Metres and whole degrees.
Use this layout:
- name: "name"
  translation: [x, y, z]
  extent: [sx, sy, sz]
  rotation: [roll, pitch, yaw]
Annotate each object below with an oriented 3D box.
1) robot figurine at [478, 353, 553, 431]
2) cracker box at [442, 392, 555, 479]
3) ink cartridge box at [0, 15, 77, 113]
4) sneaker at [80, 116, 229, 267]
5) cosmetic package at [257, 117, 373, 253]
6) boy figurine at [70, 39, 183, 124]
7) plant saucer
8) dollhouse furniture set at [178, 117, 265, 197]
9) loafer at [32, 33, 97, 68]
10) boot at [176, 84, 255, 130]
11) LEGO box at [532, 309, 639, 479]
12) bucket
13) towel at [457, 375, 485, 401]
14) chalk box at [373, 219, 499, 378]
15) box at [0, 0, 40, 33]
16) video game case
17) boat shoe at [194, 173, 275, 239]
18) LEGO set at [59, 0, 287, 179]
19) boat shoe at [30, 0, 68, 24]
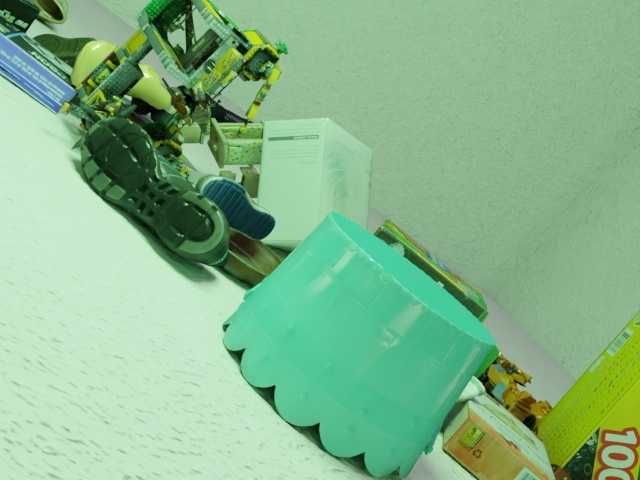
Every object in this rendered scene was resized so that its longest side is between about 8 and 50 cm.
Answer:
- name: "robot figurine"
  translation: [0.399, 0.316, 1.606]
  extent: [0.211, 0.085, 0.291]
  rotation: [37, 9, -14]
- name: "cracker box"
  translation: [0.264, 0.304, 1.169]
  extent: [0.156, 0.067, 0.232]
  rotation: [39, 8, 6]
- name: "ink cartridge box"
  translation: [-0.482, -0.295, 1.253]
  extent: [0.206, 0.045, 0.208]
  rotation: [37, 9, -18]
- name: "sneaker"
  translation: [-0.218, -0.055, 1.027]
  extent: [0.267, 0.101, 0.106]
  rotation: [45, -8, 20]
- name: "cosmetic package"
  translation: [-0.006, -0.088, 1.459]
  extent: [0.138, 0.224, 0.224]
  rotation: [2, -8, 25]
- name: "boy figurine"
  translation: [-0.330, -0.270, 1.353]
  extent: [0.177, 0.092, 0.285]
  rotation: [30, 5, 9]
- name: "plant saucer"
  translation: [-0.130, 0.011, 1.155]
  extent: [0.199, 0.036, 0.198]
  rotation: [37, 8, -6]
- name: "dollhouse furniture set"
  translation: [-0.190, -0.140, 1.503]
  extent: [0.182, 0.160, 0.101]
  rotation: [-3, 39, -25]
- name: "loafer"
  translation: [-0.461, -0.335, 1.405]
  extent: [0.148, 0.056, 0.050]
  rotation: [8, -27, 14]
- name: "boot"
  translation: [-0.267, -0.316, 2.075]
  extent: [0.247, 0.094, 0.207]
  rotation: [33, 4, 8]
- name: "LEGO box"
  translation: [0.637, 0.306, 1.269]
  extent: [0.372, 0.500, 0.193]
  rotation: [38, 8, -1]
- name: "bucket"
  translation: [0.050, 0.109, 0.897]
  extent: [0.281, 0.183, 0.281]
  rotation: [38, 8, -7]
- name: "towel"
  translation: [0.155, 0.202, 1.155]
  extent: [0.152, 0.023, 0.113]
  rotation: [-2, 27, -32]
- name: "chalk box"
  translation: [0.165, 0.124, 1.327]
  extent: [0.289, 0.180, 0.179]
  rotation: [40, 9, 3]
- name: "box"
  translation: [-0.618, -0.453, 1.391]
  extent: [0.180, 0.077, 0.147]
  rotation: [42, 10, 21]
- name: "video game case"
  translation: [-0.358, -0.222, 1.455]
  extent: [0.204, 0.025, 0.285]
  rotation: [29, 13, -46]
- name: "boat shoe"
  translation: [-0.138, -0.054, 1.153]
  extent: [0.066, 0.066, 0.183]
  rotation: [39, -3, 32]
- name: "LEGO set"
  translation: [-0.197, -0.211, 1.154]
  extent: [0.255, 0.331, 0.192]
  rotation: [49, 6, -48]
- name: "boat shoe"
  translation: [-0.690, -0.597, 1.754]
  extent: [0.285, 0.104, 0.089]
  rotation: [34, 7, -32]
